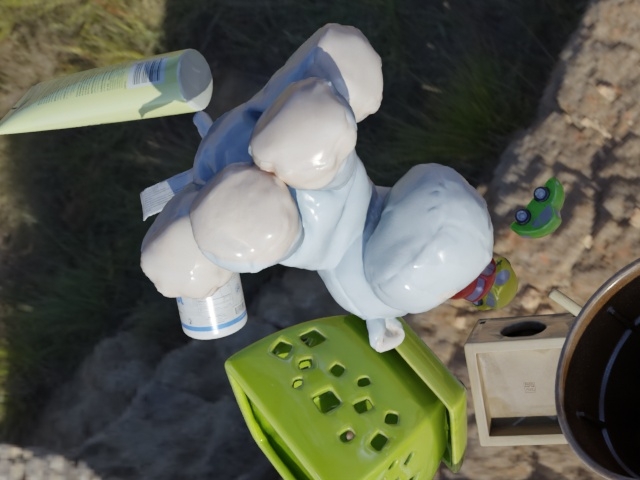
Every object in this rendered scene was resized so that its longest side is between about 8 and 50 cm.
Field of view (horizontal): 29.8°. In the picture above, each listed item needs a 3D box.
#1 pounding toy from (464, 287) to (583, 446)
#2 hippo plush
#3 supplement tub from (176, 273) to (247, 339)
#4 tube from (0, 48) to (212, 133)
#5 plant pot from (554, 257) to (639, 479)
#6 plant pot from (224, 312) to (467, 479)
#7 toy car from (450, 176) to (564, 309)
[{"bbox_3d":[0.275,0.127,1.355,0.206,0.094,0.181,-6,105,21],"label":"pounding toy"},{"bbox_3d":[0.000,0.000,0.983,0.294,0.236,0.234,-25,30,54],"label":"hippo plush"},{"bbox_3d":[-0.118,0.042,1.247,0.071,0.071,0.107,1,112,28],"label":"supplement tub"},{"bbox_3d":[-0.223,-0.147,1.217,0.240,0.070,0.062,-5,86,27],"label":"tube"},{"bbox_3d":[0.273,0.111,0.804,0.167,0.165,0.167,-30,43,34],"label":"plant pot"},{"bbox_3d":[0.045,0.209,1.419,0.207,0.228,0.227,-34,60,-13],"label":"plant pot"},{"bbox_3d":[0.277,0.011,1.702,0.053,0.239,0.225,41,97,21],"label":"toy car"}]
